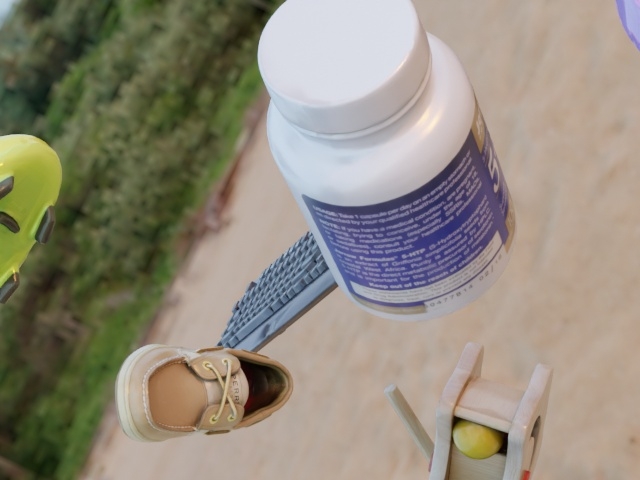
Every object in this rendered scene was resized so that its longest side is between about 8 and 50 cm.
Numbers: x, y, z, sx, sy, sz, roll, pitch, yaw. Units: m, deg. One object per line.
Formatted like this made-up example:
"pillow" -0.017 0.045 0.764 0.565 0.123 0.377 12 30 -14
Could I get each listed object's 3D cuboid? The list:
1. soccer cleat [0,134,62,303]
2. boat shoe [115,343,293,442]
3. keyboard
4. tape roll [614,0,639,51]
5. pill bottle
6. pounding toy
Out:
"soccer cleat" -0.270 0.029 1.142 0.289 0.121 0.093 -44 -34 12
"boat shoe" -0.057 0.074 0.998 0.135 0.045 0.050 -8 -89 -66
"keyboard" 0.000 0.000 1.638 0.201 0.033 0.317 -58 10 -31
"tape roll" 0.429 -0.284 1.971 0.275 0.274 0.090 -65 -21 -21
"pill bottle" 0.034 -0.049 1.046 0.112 0.112 0.187 -65 -28 -25
"pounding toy" 0.106 0.201 1.730 0.269 0.154 0.154 90 -159 -54
